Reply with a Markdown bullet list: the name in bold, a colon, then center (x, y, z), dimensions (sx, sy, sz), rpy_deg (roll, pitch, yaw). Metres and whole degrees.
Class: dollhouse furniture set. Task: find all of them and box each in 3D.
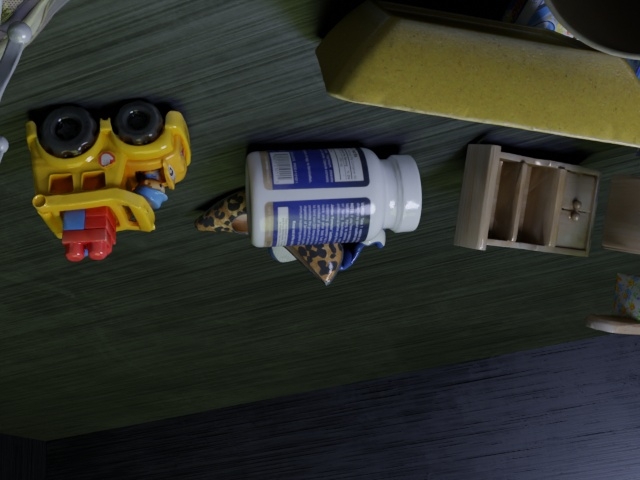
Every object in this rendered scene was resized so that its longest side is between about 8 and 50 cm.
- **dollhouse furniture set**: center (0.436, -0.044, 1.236), dimensions (0.257, 0.361, 0.394), rpy_deg (5, -176, -30)

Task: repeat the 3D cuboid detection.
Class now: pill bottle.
- **pill bottle**: center (0.017, -0.070, 1.287), dimensions (0.265, 0.153, 0.153), rpy_deg (-2, 157, -9)

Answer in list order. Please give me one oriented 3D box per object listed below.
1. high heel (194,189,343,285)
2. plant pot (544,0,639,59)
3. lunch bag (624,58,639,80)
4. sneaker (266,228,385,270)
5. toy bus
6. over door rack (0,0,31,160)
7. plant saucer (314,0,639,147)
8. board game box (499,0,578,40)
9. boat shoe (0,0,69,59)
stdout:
- **high heel**: center (-0.093, 0.005, 1.392), dimensions (0.262, 0.186, 0.093), rpy_deg (-12, 157, 11)
- **plant pot**: center (0.384, -0.286, 0.811), dimensions (0.257, 0.256, 0.274), rpy_deg (-23, 167, 34)
- **lunch bag**: center (0.416, -0.226, 1.080), dimensions (0.129, 0.096, 0.151), rpy_deg (-4, 136, -51)
- **sneaker**: center (0.000, 0.000, 1.482), dimensions (0.112, 0.130, 0.296), rpy_deg (10, 154, -38)
- **toy bus**: center (-0.290, -0.070, 1.130), dimensions (0.221, 0.211, 0.149), rpy_deg (-7, 156, -4)
- **over door rack**: center (-0.369, -0.224, 0.670), dimensions (0.240, 0.108, 0.324), rpy_deg (12, 126, -12)
- **plant saucer**: center (0.168, -0.198, 0.887), dimensions (0.333, 0.080, 0.333), rpy_deg (7, -160, -6)
- **board game box**: center (0.301, -0.281, 1.017), dimensions (0.136, 0.035, 0.201), rpy_deg (-2, 157, -10)
- **boat shoe**: center (-0.291, -0.282, 0.763), dimensions (0.356, 0.132, 0.130), rpy_deg (-26, 142, 21)
